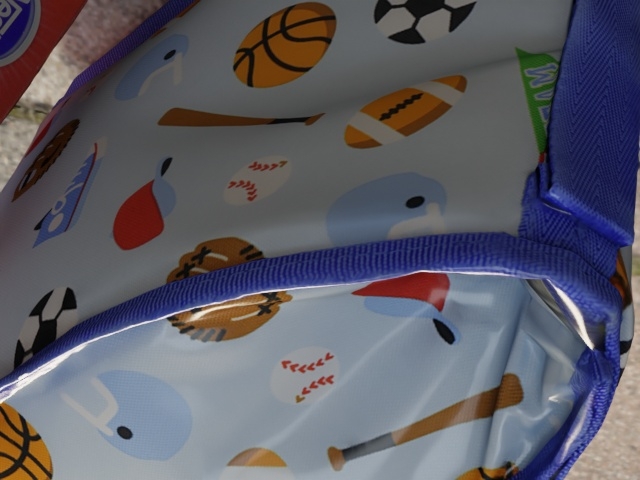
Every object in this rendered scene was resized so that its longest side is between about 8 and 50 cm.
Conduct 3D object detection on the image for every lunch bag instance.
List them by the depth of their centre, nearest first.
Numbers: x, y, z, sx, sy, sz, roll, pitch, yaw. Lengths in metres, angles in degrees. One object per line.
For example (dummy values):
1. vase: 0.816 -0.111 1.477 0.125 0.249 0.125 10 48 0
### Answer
1. lunch bag: 0.000 0.000 0.695 0.239 0.328 0.385 38 130 -22

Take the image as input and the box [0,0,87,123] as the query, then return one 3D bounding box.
1. box: -0.226 -0.099 0.703 0.142 0.300 0.154 43 130 -19
